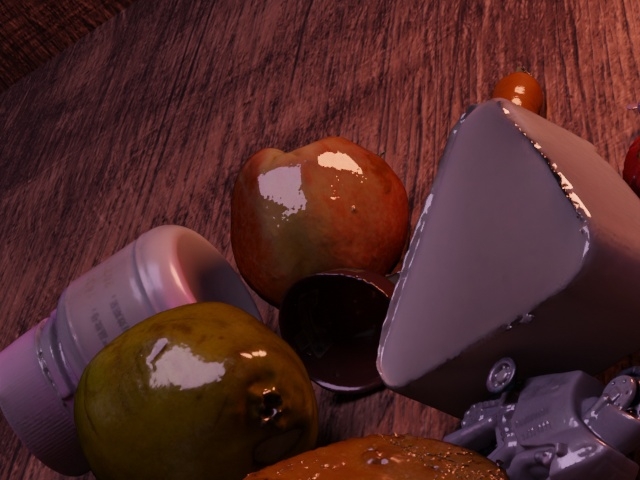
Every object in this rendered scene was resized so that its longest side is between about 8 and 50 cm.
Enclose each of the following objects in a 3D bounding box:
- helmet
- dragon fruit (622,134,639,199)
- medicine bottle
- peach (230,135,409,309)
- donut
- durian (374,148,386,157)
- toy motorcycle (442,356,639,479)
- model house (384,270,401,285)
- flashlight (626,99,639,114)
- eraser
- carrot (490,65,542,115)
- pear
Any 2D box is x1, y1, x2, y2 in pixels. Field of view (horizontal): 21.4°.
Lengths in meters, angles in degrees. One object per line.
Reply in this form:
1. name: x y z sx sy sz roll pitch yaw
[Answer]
1. helmet: 0.050 0.090 1.998 0.175 0.155 0.106 -14 14 39
2. dragon fruit: 0.380 -0.064 1.783 0.136 0.133 0.166 -14 6 -3
3. medicine bottle: -0.246 0.148 2.189 0.302 0.241 0.241 -33 24 16
4. peach: 0.000 0.000 2.137 0.232 0.256 0.232 -14 -3 -1
5. donut: 0.046 0.276 1.537 0.278 0.108 0.277 -5 17 2
6. durian: 0.014 -0.038 2.321 0.221 0.095 0.137 -16 69 40
7. toy motorcycle: 0.212 0.202 1.594 0.260 0.110 0.171 -19 45 51
8. model house: 0.128 0.054 2.029 0.083 0.057 0.058 -23 -10 39
9. flashlight: 0.406 -0.147 2.003 0.052 0.031 0.110 -18 25 -11
10. eraser: 0.211 -0.001 1.738 0.331 0.150 0.331 -40 39 42
11. carrot: 0.239 -0.121 2.169 0.069 0.069 0.336 -24 31 32
12. pear: -0.140 0.198 1.917 0.269 0.269 0.321 -54 12 -28
